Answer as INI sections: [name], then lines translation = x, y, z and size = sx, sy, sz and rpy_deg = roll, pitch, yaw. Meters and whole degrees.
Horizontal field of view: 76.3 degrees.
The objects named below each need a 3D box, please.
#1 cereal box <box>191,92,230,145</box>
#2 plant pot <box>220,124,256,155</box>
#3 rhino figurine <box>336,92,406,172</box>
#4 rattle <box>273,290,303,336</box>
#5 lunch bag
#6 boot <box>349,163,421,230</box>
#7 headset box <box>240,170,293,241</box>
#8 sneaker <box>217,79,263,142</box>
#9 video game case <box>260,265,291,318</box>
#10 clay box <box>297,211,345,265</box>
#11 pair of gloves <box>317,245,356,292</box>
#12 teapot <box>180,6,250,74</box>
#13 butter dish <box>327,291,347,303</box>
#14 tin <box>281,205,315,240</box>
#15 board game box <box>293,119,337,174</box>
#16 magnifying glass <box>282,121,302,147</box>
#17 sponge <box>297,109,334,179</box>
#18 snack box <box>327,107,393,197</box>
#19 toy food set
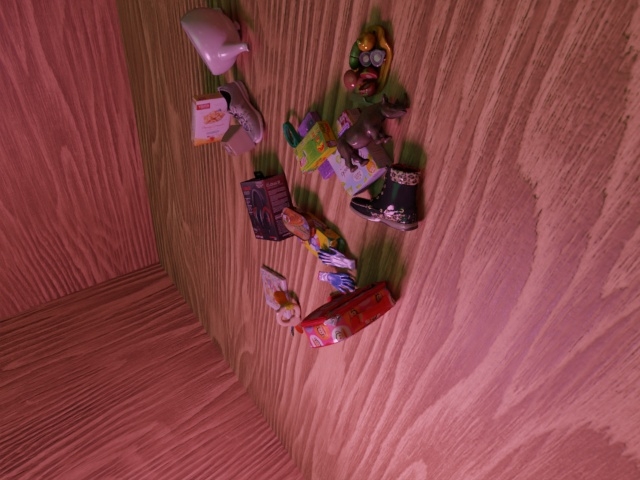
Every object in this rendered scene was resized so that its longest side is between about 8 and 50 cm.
[cereal box]
translation = -0.490, -0.545, 1.827
size = 0.047, 0.173, 0.240
rpy_deg = 52, 145, 22
[plant pot]
translation = -0.364, -0.423, 1.756
size = 0.109, 0.096, 0.109
rpy_deg = 19, 150, 49
[rhino figurine]
translation = 0.140, -0.305, 1.104
size = 0.243, 0.073, 0.106
rpy_deg = -44, 77, 22
[rattle]
translation = -0.162, 0.359, 1.978
size = 0.142, 0.130, 0.200
rpy_deg = 21, 153, 42
[lunch bag]
translation = 0.103, 0.243, 1.348
size = 0.258, 0.293, 0.120
rpy_deg = -28, 87, 53
[boot]
translation = 0.188, -0.142, 1.187
size = 0.236, 0.085, 0.179
rpy_deg = 25, 127, 38
[headset box]
translation = -0.224, -0.154, 1.739
size = 0.218, 0.110, 0.294
rpy_deg = 8, 115, 54
[sneaker]
translation = -0.328, -0.516, 1.665
size = 0.281, 0.115, 0.105
rpy_deg = 61, 147, 9
[video game case]
translation = -0.228, 0.263, 2.075
size = 0.206, 0.026, 0.227
rpy_deg = 23, 127, 47
[clay box]
translation = 0.000, 0.000, 1.566
size = 0.222, 0.053, 0.128
rpy_deg = 41, 139, 35
[pair of gloves]
translation = 0.059, 0.109, 1.521
size = 0.159, 0.023, 0.198
rpy_deg = 14, 129, 19
[teapot]
translation = -0.393, -0.779, 1.551
size = 0.256, 0.187, 0.252
rpy_deg = 57, 177, -15
[butter dish]
translation = 0.061, 0.300, 1.600
size = 0.160, 0.118, 0.160
rpy_deg = -32, 82, 56
[tin]
translation = -0.085, -0.067, 1.568
size = 0.189, 0.040, 0.106
rpy_deg = 32, 128, 44
[board game box]
translation = -0.018, -0.292, 1.298
size = 0.181, 0.043, 0.092
rpy_deg = -34, 77, 57
[magnifying glass]
translation = -0.078, -0.349, 1.453
size = 0.231, 0.026, 0.092
rpy_deg = 54, 162, 40
[sponge]
translation = -0.002, -0.324, 1.395
size = 0.210, 0.031, 0.117
rpy_deg = 61, 148, 7
[snack box]
translation = 0.103, -0.265, 1.245
size = 0.207, 0.070, 0.174
rpy_deg = 60, 146, 9
[toy food set]
translation = 0.116, -0.462, 1.106
size = 0.128, 0.071, 0.218
rpy_deg = 43, 140, 33
